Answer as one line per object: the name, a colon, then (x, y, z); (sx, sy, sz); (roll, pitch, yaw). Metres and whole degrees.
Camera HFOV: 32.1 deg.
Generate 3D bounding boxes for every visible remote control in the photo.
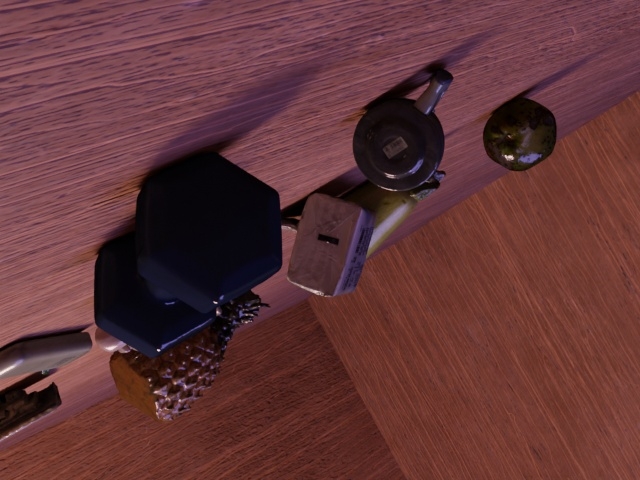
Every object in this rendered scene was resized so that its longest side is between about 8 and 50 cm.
remote control: (-0.447, 0.184, 1.767); (0.090, 0.038, 0.309); (-29, 174, 8)

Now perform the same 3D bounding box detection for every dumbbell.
dumbbell: (-0.154, 0.025, 1.218); (0.144, 0.160, 0.325); (-61, -170, -24)

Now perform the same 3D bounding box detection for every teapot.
teapot: (0.104, -0.144, 1.371); (0.111, 0.149, 0.108); (8, -158, 13)

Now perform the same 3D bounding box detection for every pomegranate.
pomegranate: (0.360, -0.207, 2.047); (0.125, 0.163, 0.138); (21, 125, -31)

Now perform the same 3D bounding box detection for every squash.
squash: (0.098, -0.062, 2.052); (0.287, 0.137, 0.137); (-44, 171, 17)

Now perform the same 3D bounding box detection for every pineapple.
pineapple: (-0.266, 0.220, 2.367); (0.362, 0.202, 0.202); (-38, 179, -22)

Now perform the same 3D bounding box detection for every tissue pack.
tissue pack: (0.000, 0.000, 1.893); (0.229, 0.145, 0.159); (1, 107, -80)

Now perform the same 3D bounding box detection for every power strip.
power strip: (-0.612, 0.333, 2.186); (0.198, 0.064, 0.213); (-30, -171, -13)

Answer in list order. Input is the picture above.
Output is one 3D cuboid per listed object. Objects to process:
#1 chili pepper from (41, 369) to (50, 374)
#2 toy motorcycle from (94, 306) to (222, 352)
chili pepper: (-0.468, 0.209, 1.993); (0.091, 0.034, 0.030); (-30, 142, 22)
toy motorcycle: (-0.234, 0.094, 1.675); (0.341, 0.108, 0.223); (-24, -174, 46)
